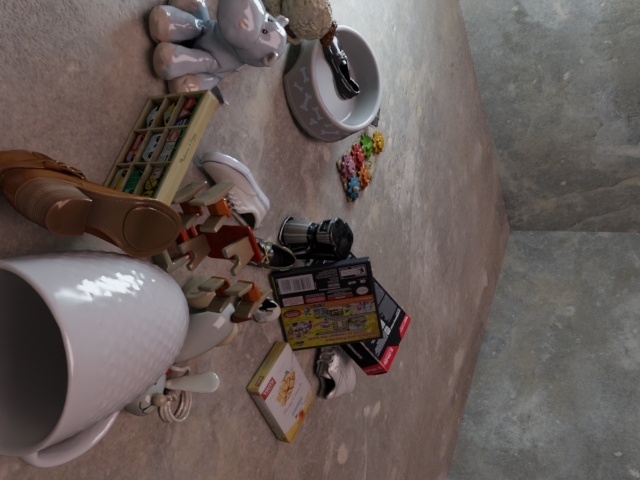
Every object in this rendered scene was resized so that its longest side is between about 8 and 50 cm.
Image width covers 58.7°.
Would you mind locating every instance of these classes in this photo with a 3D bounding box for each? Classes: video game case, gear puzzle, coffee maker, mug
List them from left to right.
[{"bbox_3d":[-0.392,0.195,0.933,0.328,0.276,0.373,-12,119,-67],"label":"mug"},{"bbox_3d":[0.000,0.000,1.622,0.171,0.178,0.120,25,71,-56],"label":"coffee maker"},{"bbox_3d":[0.022,0.181,1.593,0.035,0.275,0.248,-82,162,-68],"label":"video game case"},{"bbox_3d":[0.164,-0.279,2.004,0.339,0.044,0.175,-52,133,-44],"label":"gear puzzle"}]

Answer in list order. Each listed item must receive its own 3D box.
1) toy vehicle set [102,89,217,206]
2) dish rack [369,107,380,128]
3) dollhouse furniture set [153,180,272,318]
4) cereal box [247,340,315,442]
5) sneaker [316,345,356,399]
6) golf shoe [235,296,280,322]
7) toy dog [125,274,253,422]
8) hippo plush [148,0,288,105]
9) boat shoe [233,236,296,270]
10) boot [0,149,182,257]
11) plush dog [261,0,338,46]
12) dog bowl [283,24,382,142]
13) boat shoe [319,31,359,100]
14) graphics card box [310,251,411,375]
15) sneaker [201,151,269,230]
[{"bbox_3d":[-0.317,-0.175,1.107,0.035,0.166,0.266,49,51,-49],"label":"toy vehicle set"},{"bbox_3d":[0.129,-0.495,1.917,0.272,0.074,0.208,9,85,-60],"label":"dish rack"},{"bbox_3d":[-0.230,0.003,1.170,0.135,0.259,0.262,-46,130,-44],"label":"dollhouse furniture set"},{"bbox_3d":[-0.104,0.426,1.598,0.173,0.047,0.240,-57,137,-40],"label":"cereal box"},{"bbox_3d":[0.046,0.365,1.790,0.129,0.111,0.297,-17,105,-51],"label":"sneaker"},{"bbox_3d":[-0.141,0.180,1.491,0.176,0.086,0.069,28,66,-57],"label":"golf shoe"},{"bbox_3d":[-0.261,0.235,1.225,0.220,0.161,0.333,48,52,-48],"label":"toy dog"},{"bbox_3d":[-0.199,-0.403,1.221,0.294,0.237,0.234,47,53,-49],"label":"hippo plush"},{"bbox_3d":[-0.148,0.034,1.486,0.228,0.069,0.081,16,77,-58],"label":"boat shoe"},{"bbox_3d":[-0.392,-0.065,0.953,0.283,0.220,0.109,3,112,-55],"label":"boot"},{"bbox_3d":[-0.078,-0.566,1.422,0.262,0.226,0.210,46,53,-50],"label":"plush dog"},{"bbox_3d":[0.051,-0.470,1.685,0.349,0.102,0.348,0,90,-44],"label":"dog bowl"},{"bbox_3d":[0.059,-0.494,1.574,0.075,0.065,0.206,-30,110,-37],"label":"boat shoe"},{"bbox_3d":[0.102,0.205,1.742,0.371,0.094,0.232,48,47,-15],"label":"graphics card box"},{"bbox_3d":[-0.201,-0.112,1.369,0.258,0.094,0.091,48,47,-49],"label":"sneaker"}]
